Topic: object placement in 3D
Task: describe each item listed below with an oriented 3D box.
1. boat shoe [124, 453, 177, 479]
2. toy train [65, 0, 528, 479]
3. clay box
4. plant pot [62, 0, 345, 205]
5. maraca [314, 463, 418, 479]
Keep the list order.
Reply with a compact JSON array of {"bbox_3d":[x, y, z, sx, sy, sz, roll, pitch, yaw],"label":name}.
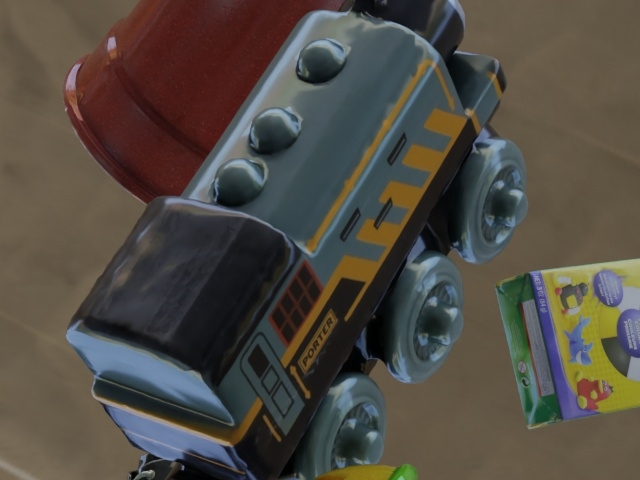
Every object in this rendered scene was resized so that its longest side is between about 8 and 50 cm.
[{"bbox_3d":[-0.129,0.206,1.279,0.078,0.219,0.070,-22,-59,42],"label":"boat shoe"},{"bbox_3d":[0.000,0.000,0.870,0.142,0.190,0.334,16,-119,33],"label":"toy train"},{"bbox_3d":[0.261,0.082,1.350,0.053,0.222,0.127,-24,-105,55],"label":"clay box"},{"bbox_3d":[-0.057,-0.181,1.449,0.272,0.272,0.265,46,-60,15],"label":"plant pot"},{"bbox_3d":[-0.004,0.188,0.752,0.099,0.127,0.186,31,-93,12],"label":"maraca"}]
